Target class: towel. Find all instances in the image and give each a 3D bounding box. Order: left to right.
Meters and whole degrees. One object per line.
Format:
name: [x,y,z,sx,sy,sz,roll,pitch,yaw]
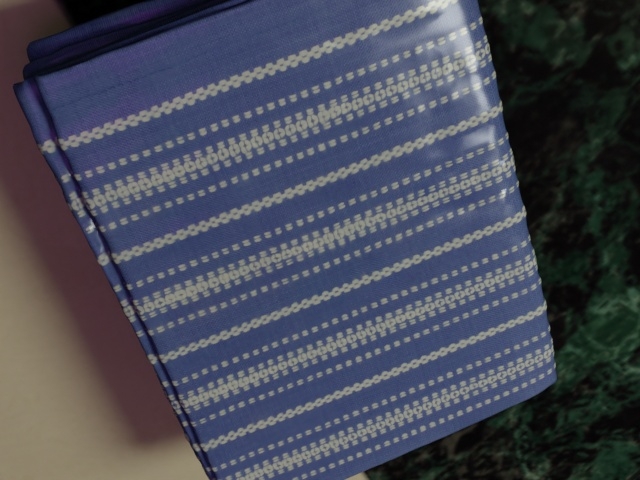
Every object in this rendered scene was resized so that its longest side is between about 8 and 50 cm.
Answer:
towel: [0.000,0.000,0.644,0.243,0.040,0.336,-22,122,-4]
